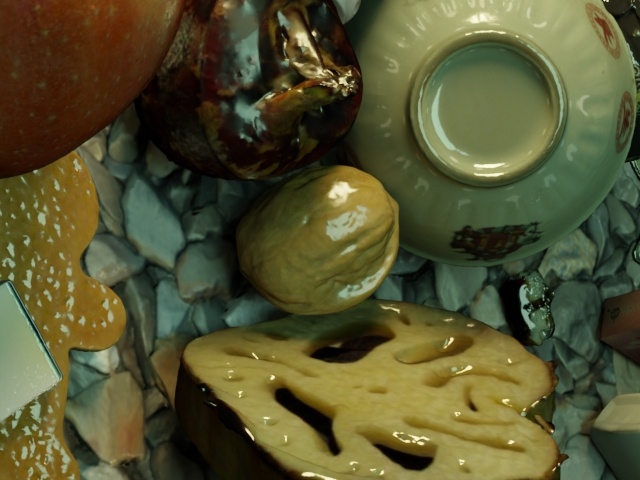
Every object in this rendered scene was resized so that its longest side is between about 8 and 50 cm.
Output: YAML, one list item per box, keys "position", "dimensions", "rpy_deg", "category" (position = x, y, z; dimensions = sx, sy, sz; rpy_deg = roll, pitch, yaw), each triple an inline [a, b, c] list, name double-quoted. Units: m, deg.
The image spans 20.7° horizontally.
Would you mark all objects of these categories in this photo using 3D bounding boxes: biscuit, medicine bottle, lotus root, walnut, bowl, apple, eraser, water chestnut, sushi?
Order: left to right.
- position: [-0.301, 0.114, 1.486]
  dimensions: [0.150, 0.023, 0.104]
  rpy_deg: [-35, 106, -34]
  category: "eraser"
- position: [-0.273, -0.221, 1.403]
  dimensions: [0.348, 0.348, 0.277]
  rpy_deg: [-41, 140, -33]
  category: "apple"
- position: [-0.277, 0.072, 1.552]
  dimensions: [0.216, 0.047, 0.339]
  rpy_deg: [14, 77, -36]
  category: "biscuit"
- position: [-0.055, -0.161, 1.635]
  dimensions: [0.224, 0.238, 0.223]
  rpy_deg: [0, 91, -47]
  category: "water chestnut"
- position: [0.000, 0.000, 1.698]
  dimensions: [0.167, 0.166, 0.149]
  rpy_deg: [-7, 63, -37]
  category: "walnut"
- position: [0.047, 0.168, 1.619]
  dimensions: [0.390, 0.375, 0.111]
  rpy_deg: [-53, 158, -63]
  category: "lotus root"
- position: [0.157, -0.133, 1.726]
  dimensions: [0.337, 0.157, 0.337]
  rpy_deg: [0, 96, -1]
  category: "bowl"
- position: [0.231, 0.076, 1.934]
  dimensions: [0.046, 0.044, 0.083]
  rpy_deg: [-21, 96, -37]
  category: "sushi"
- position: [0.391, 0.261, 1.987]
  dimensions: [0.069, 0.119, 0.183]
  rpy_deg: [-45, 112, -32]
  category: "medicine bottle"

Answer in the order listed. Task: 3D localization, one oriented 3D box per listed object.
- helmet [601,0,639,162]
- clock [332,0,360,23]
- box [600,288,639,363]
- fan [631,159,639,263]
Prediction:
- position: [0.280, -0.195, 1.906]
  dimensions: [0.160, 0.230, 0.279]
  rpy_deg: [-35, 107, 3]
  category: "helmet"
- position: [0.050, -0.418, 1.692]
  dimensions: [0.184, 0.342, 0.325]
  rpy_deg: [29, 61, 9]
  category: "clock"
- position: [0.406, 0.096, 1.998]
  dimensions: [0.111, 0.156, 0.060]
  rpy_deg: [31, 56, -32]
  category: "box"
- position: [0.410, -0.075, 2.107]
  dimensions: [0.152, 0.008, 0.226]
  rpy_deg: [33, 66, -30]
  category: "fan"
